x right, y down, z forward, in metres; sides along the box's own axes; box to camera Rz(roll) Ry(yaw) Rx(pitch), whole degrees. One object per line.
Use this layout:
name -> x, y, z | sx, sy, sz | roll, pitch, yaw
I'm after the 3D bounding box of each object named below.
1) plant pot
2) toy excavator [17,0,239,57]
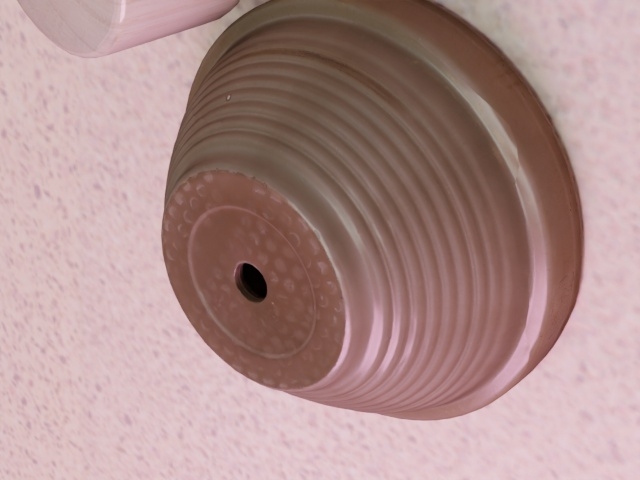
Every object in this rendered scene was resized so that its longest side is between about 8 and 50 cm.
plant pot -> 0.000, 0.000, 0.651 | 0.237, 0.110, 0.237 | 22, 128, 32
toy excavator -> -0.035, -0.291, 0.470 | 0.445, 0.222, 0.432 | 9, 118, 54
